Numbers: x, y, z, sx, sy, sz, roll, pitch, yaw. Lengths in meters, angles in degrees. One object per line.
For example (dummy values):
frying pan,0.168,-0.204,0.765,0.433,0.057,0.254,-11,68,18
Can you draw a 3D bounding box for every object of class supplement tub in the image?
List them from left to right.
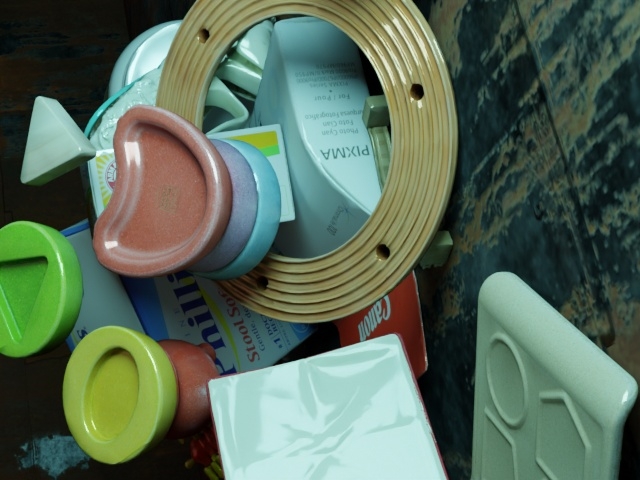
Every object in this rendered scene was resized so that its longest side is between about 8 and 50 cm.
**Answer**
supplement tub,-0.210,-0.206,1.562,0.316,0.229,0.228,-178,81,-76

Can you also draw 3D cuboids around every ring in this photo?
ring,-0.022,-0.093,0.928,0.337,0.032,0.336,5,99,37

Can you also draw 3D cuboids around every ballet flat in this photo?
ballet flat,-0.135,-0.190,1.280,0.409,0.147,0.147,-56,-16,-39

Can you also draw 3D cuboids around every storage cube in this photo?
storage cube,0.011,0.222,0.930,0.193,0.184,0.214,82,173,-56

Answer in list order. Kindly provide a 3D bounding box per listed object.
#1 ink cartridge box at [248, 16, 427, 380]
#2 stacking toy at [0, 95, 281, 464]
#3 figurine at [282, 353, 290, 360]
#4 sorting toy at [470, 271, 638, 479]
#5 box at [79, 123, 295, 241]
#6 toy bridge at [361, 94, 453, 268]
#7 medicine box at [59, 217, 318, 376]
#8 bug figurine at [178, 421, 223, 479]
ink cartridge box,0.000,0.000,1.131,0.308,0.091,0.384,118,144,-66
stacking toy,-0.176,0.023,0.975,0.280,0.130,0.308,26,101,33
figurine,-0.082,0.058,1.501,0.209,0.092,0.214,-156,59,-69
sorting toy,0.156,0.149,0.718,0.193,0.038,0.208,-128,38,-63
box,-0.143,-0.055,1.088,0.114,0.203,0.103,-174,75,-74
toy bridge,0.074,-0.050,0.944,0.063,0.026,0.188,100,157,-51
medicine box,-0.175,0.065,1.287,0.149,0.289,0.263,-18,100,36
bug figurine,-0.048,0.300,1.276,0.279,0.072,0.216,51,124,7
